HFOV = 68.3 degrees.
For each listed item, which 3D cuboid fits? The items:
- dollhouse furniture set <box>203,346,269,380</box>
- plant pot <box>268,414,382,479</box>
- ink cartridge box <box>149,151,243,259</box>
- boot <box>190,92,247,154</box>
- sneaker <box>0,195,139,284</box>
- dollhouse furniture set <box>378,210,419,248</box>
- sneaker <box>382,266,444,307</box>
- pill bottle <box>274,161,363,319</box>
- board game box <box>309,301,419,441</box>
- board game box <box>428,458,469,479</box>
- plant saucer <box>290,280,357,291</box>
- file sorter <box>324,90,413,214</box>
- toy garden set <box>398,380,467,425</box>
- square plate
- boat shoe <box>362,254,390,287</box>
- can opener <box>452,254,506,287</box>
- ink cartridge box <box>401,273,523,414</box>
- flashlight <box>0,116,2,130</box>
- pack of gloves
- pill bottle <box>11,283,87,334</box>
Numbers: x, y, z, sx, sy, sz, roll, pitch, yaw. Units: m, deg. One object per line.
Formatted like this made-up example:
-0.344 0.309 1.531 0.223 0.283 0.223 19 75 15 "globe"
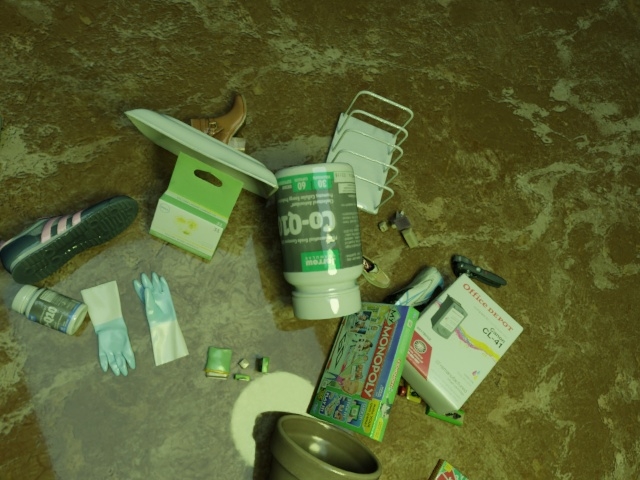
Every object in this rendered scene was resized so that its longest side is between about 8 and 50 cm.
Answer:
-0.208 0.307 1.166 0.151 0.058 0.076 10 72 -14 "dollhouse furniture set"
-0.020 0.565 1.074 0.263 0.263 0.229 22 88 -10 "plant pot"
-0.307 -0.077 1.154 0.171 0.235 0.056 26 38 -8 "ink cartridge box"
-0.283 -0.328 1.311 0.152 0.073 0.197 3 72 -12 "boot"
-0.598 -0.035 1.121 0.131 0.112 0.319 37 54 24 "sneaker"
0.243 -0.029 1.423 0.114 0.091 0.081 58 24 -19 "dollhouse furniture set"
0.258 0.164 1.337 0.237 0.085 0.086 -33 94 -19 "sneaker"
0.000 0.000 1.171 0.204 0.204 0.361 -7 92 -19 "pill bottle"
0.109 0.310 1.183 0.046 0.213 0.317 36 65 -33 "board game box"
0.391 0.717 1.254 0.259 0.039 0.124 41 69 -6 "board game box"
0.016 0.116 1.299 0.195 0.037 0.195 4 74 -15 "plant saucer"
0.134 -0.253 1.362 0.192 0.173 0.278 20 71 -10 "file sorter"
0.339 0.368 1.322 0.203 0.049 0.244 22 70 -10 "toy garden set"
-0.263 -0.202 1.136 0.347 0.344 0.049 26 87 -9 "square plate"
0.146 0.087 1.341 0.135 0.045 0.050 35 69 -5 "boat shoe"
0.486 0.101 1.434 0.186 0.059 0.073 23 70 -10 "can opener"
0.352 0.274 1.268 0.306 0.131 0.226 -40 77 -23 "ink cartridge box"
-0.797 -0.152 1.092 0.103 0.103 0.304 13 69 -41 "flashlight"
-0.445 0.196 1.132 0.195 0.046 0.232 -17 81 -21 "pack of gloves"
-0.614 0.155 1.073 0.137 0.078 0.078 24 70 -9 "pill bottle"
